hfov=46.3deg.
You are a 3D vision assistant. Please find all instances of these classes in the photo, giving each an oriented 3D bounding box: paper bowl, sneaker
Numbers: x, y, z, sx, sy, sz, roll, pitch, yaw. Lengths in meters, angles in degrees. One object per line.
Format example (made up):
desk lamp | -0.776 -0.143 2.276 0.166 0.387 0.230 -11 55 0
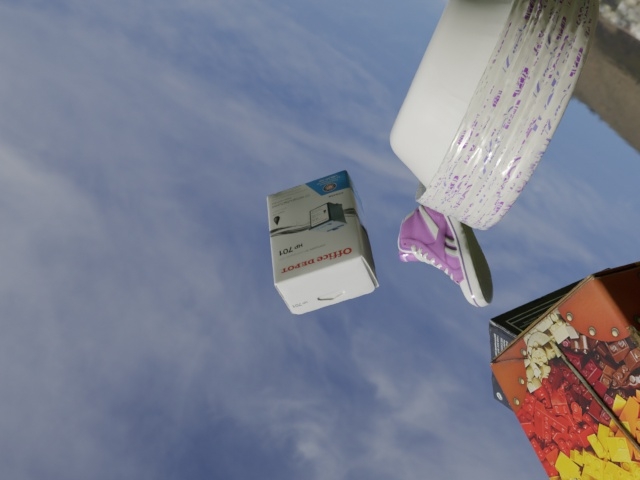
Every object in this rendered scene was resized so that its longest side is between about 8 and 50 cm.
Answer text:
paper bowl | 0.178 -0.167 0.840 0.148 0.284 0.284 24 -151 2
sneaker | 0.250 0.040 1.546 0.102 0.161 0.282 39 -152 -44

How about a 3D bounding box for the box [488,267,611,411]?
box | 0.493 0.215 1.262 0.296 0.183 0.294 -19 -155 -22

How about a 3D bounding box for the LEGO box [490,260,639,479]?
LEGO box | 0.489 0.187 0.755 0.500 0.193 0.373 -11 -118 -27

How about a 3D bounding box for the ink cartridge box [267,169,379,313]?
ink cartridge box | 0.000 0.000 1.136 0.139 0.082 0.191 -18 -136 9
